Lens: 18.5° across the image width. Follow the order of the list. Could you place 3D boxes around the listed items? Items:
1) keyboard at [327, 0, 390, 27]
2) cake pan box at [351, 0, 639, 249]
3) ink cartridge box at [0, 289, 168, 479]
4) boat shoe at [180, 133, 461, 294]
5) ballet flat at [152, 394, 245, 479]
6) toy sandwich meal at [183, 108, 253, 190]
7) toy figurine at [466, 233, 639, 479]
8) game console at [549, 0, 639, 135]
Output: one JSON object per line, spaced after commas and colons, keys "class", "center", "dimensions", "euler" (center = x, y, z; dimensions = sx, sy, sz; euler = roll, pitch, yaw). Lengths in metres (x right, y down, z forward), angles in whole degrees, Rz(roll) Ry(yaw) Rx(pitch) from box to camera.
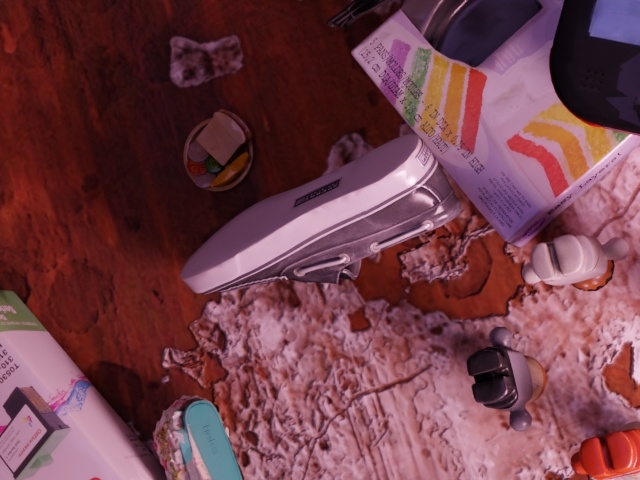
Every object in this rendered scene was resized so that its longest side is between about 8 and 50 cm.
{"class": "keyboard", "center": [0.031, -0.305, 1.902], "dimensions": [0.317, 0.033, 0.201], "euler": [-20, 88, 51]}
{"class": "cake pan box", "center": [0.197, -0.169, 1.903], "dimensions": [0.246, 0.070, 0.267], "euler": [-39, 74, 9]}
{"class": "ink cartridge box", "center": [-0.322, 0.217, 2.019], "dimensions": [0.201, 0.117, 0.278], "euler": [-45, 74, 10]}
{"class": "boat shoe", "center": [0.000, 0.000, 1.940], "dimensions": [0.301, 0.108, 0.102], "euler": [-26, 112, 24]}
{"class": "ballet flat", "center": [-0.109, 0.274, 1.974], "dimensions": [0.077, 0.091, 0.241], "euler": [-30, 70, 45]}
{"class": "toy sandwich meal", "center": [-0.106, -0.092, 2.017], "dimensions": [0.085, 0.029, 0.085], "euler": [-2, 85, 18]}
{"class": "toy figurine", "center": [0.263, 0.107, 1.825], "dimensions": [0.209, 0.148, 0.213], "euler": [29, 97, 24]}
{"class": "game console", "center": [0.402, -0.263, 1.755], "dimensions": [0.342, 0.060, 0.386], "euler": [15, 89, 29]}
